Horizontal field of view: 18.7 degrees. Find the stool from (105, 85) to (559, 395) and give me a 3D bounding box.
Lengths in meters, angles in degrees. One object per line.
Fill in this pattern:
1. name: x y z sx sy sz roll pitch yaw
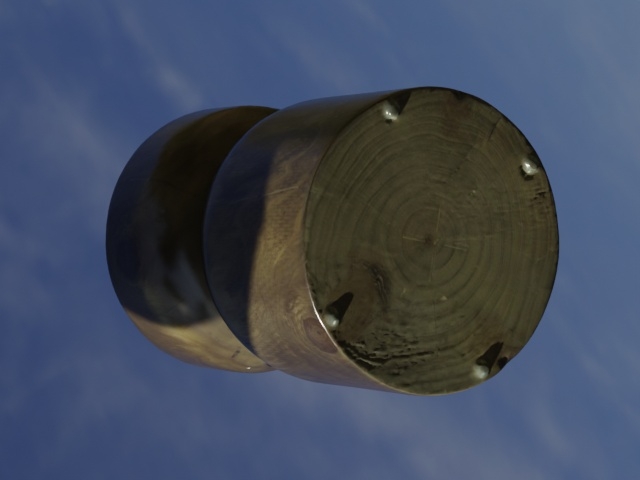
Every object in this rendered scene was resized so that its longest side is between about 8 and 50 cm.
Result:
1. stool: 0.000 0.000 1.202 0.179 0.179 0.264 58 155 -17
